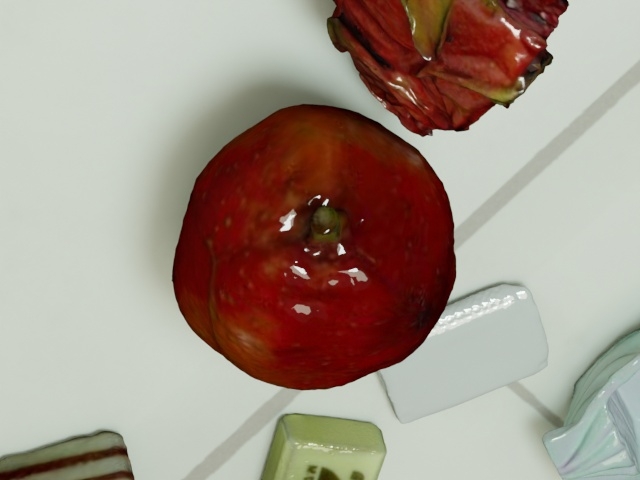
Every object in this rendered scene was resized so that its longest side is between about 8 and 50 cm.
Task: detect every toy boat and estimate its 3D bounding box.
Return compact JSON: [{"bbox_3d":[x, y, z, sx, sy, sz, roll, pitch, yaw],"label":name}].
[{"bbox_3d":[0.376,0.165,1.726,0.290,0.100,0.199,-30,121,3],"label":"toy boat"}]

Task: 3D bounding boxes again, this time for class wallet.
[{"bbox_3d":[0.149,0.119,1.683,0.183,0.032,0.124,-23,122,-3],"label":"wallet"}]

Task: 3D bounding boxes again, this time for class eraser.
[{"bbox_3d":[-0.005,0.276,1.718,0.117,0.058,0.172,8,117,-18],"label":"eraser"}]

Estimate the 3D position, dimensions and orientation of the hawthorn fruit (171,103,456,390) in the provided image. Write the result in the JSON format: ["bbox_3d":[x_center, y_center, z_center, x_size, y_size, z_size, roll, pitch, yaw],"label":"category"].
[{"bbox_3d":[0.000,0.000,1.423,0.265,0.307,0.265,1,76,-3],"label":"hawthorn fruit"}]

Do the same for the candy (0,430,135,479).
[{"bbox_3d":[-0.259,0.374,1.667,0.180,0.135,0.320,-12,122,-9],"label":"candy"}]

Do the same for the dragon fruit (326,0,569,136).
[{"bbox_3d":[0.123,-0.197,1.374,0.240,0.302,0.330,-3,148,-10],"label":"dragon fruit"}]
